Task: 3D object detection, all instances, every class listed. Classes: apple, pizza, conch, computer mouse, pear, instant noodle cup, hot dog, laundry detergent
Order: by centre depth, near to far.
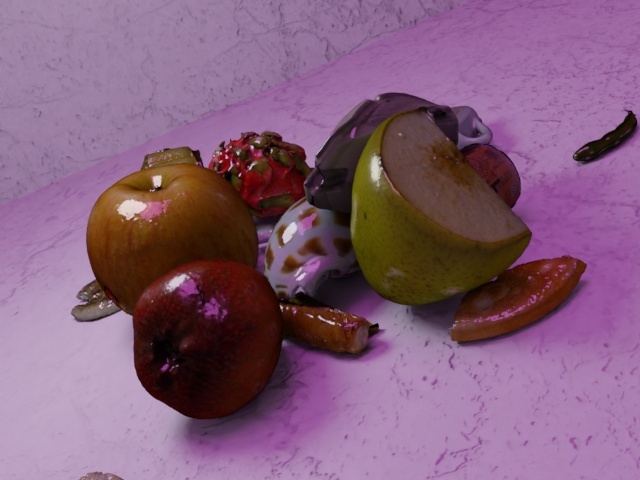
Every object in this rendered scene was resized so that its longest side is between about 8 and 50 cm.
[{"bbox_3d":[0.342,0.101,1.478,0.271,0.056,0.134,-33,28,-13],"label":"pizza"},{"bbox_3d":[0.166,-0.018,1.538,0.238,0.318,0.342,-21,62,-31],"label":"pear"},{"bbox_3d":[-0.018,0.163,1.638,0.289,0.068,0.083,7,78,49],"label":"hot dog"},{"bbox_3d":[0.116,-0.191,1.719,0.429,0.228,0.145,-21,53,-42],"label":"computer mouse"},{"bbox_3d":[0.293,-0.086,1.740,0.217,0.217,0.207,1,27,42],"label":"instant noodle cup"},{"bbox_3d":[0.000,0.000,1.803,0.249,0.197,0.368,-24,-1,15],"label":"conch"},{"bbox_3d":[-0.341,-0.004,1.924,0.400,0.333,0.400,-7,45,7],"label":"apple"},{"bbox_3d":[0.333,-0.251,2.157,0.215,0.105,0.280,-18,23,8],"label":"laundry detergent"}]

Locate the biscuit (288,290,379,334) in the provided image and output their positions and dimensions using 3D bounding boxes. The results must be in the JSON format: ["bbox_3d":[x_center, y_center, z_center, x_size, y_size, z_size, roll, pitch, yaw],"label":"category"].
[{"bbox_3d":[0.018,0.148,1.706,0.048,0.026,0.292,-15,18,-30],"label":"biscuit"}]

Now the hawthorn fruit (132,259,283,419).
[{"bbox_3d":[-0.193,0.171,1.587,0.285,0.284,0.369,-16,3,16],"label":"hawthorn fruit"}]

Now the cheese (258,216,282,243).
[{"bbox_3d":[-0.069,-0.037,2.111,0.249,0.071,0.163,-7,29,33],"label":"cheese"}]

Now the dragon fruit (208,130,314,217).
[{"bbox_3d":[-0.150,-0.174,2.252,0.303,0.237,0.231,8,5,-10],"label":"dragon fruit"}]

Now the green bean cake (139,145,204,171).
[{"bbox_3d":[-0.405,-0.070,2.300,0.202,0.285,0.310,-11,45,-18],"label":"green bean cake"}]

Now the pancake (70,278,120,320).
[{"bbox_3d":[-0.548,0.127,2.235,0.254,0.037,0.253,-20,24,9],"label":"pancake"}]

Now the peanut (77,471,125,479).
[{"bbox_3d":[-0.341,0.441,1.336,0.099,0.090,0.214,-19,25,-16],"label":"peanut"}]

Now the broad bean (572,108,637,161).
[{"bbox_3d":[0.664,-0.238,1.921,0.227,0.039,0.069,-36,33,-28],"label":"broad bean"}]
